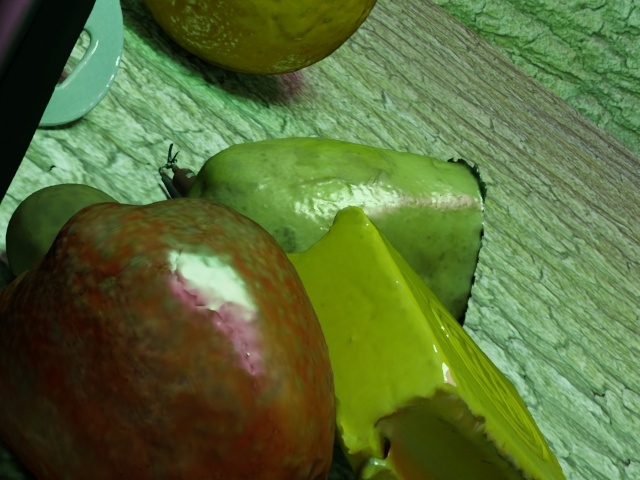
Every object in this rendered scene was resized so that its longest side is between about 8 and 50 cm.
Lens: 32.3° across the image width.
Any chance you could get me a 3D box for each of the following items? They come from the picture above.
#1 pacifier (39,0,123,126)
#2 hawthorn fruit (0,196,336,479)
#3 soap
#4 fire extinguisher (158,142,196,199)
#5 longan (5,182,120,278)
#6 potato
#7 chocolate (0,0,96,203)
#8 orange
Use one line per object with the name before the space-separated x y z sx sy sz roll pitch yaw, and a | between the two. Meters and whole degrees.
pacifier | -0.258 -0.259 1.012 0.299 0.233 0.244 52 54 -31
hawthorn fruit | -0.086 0.107 0.686 0.210 0.210 0.262 2 57 -53
soap | 0.095 0.137 0.862 0.324 0.096 0.204 46 14 -46
fire extinguisher | -0.136 -0.049 1.107 0.046 0.032 0.100 -30 65 -28
longan | -0.184 0.008 0.843 0.113 0.092 0.113 31 22 -14
potato | 0.000 0.000 1.019 0.266 0.229 0.229 11 32 -19
chocolate | -0.311 -0.091 0.541 0.331 0.384 0.384 26 25 -10
orange | -0.092 -0.371 1.430 0.340 0.293 0.341 30 40 -30
